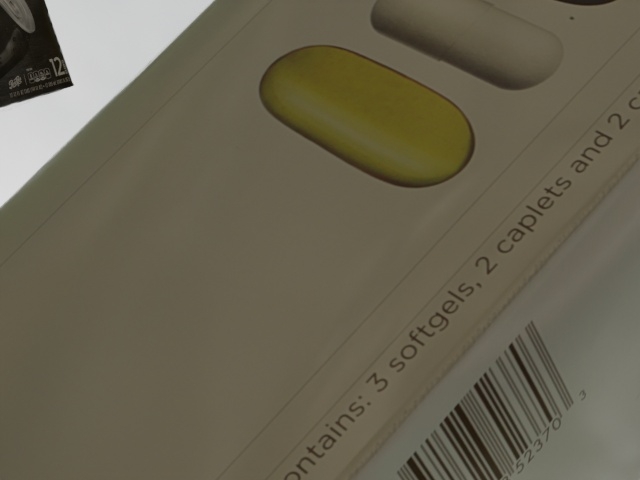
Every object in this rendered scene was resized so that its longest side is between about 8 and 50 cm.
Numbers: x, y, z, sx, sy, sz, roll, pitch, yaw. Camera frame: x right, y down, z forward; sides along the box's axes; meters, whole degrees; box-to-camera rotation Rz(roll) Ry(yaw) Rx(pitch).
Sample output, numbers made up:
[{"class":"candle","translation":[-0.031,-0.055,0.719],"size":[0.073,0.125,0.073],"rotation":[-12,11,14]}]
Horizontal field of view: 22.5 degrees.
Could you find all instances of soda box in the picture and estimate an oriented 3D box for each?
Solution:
[{"class":"soda box","translation":[-0.197,-0.077,0.775],"size":[0.169,0.060,0.053],"rotation":[-29,-78,-57]}]

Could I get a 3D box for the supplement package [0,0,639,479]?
[{"class":"supplement package","translation":[0.014,0.059,0.447],"size":[0.262,0.204,0.145],"rotation":[-47,-132,-14]}]
